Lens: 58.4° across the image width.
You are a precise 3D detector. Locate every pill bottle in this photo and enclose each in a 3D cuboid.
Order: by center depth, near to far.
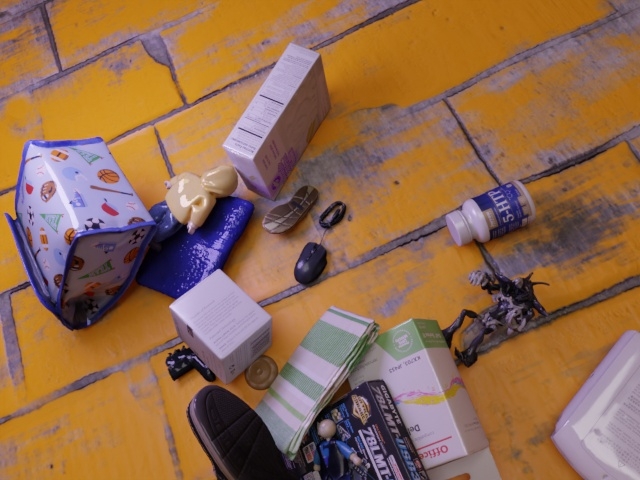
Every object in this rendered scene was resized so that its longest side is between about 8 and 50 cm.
[{"bbox_3d":[0.402,-0.059,1.365,0.187,0.112,0.112,-24,66,1],"label":"pill bottle"}]

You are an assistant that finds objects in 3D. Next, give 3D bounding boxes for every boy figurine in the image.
[{"bbox_3d":[-0.337,-0.102,1.454,0.285,0.092,0.177,-38,61,-3],"label":"boy figurine"}]

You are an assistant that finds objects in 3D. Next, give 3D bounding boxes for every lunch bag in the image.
[{"bbox_3d":[-0.616,-0.006,1.415,0.239,0.385,0.328,-11,56,-43],"label":"lunch bag"}]

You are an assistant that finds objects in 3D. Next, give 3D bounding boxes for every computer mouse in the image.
[{"bbox_3d":[0.000,0.000,1.452,0.071,0.041,0.242,19,72,18],"label":"computer mouse"}]

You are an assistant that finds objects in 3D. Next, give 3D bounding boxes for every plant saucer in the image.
[{"bbox_3d":[-0.143,0.314,1.365,0.083,0.015,0.083,-4,68,9],"label":"plant saucer"}]

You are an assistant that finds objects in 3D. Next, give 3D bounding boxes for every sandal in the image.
[{"bbox_3d":[-0.074,-0.073,1.495,0.072,0.049,0.180,38,65,16],"label":"sandal"}]

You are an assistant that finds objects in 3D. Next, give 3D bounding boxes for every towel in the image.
[{"bbox_3d":[-0.017,0.294,1.257,0.038,0.248,0.325,40,77,-20],"label":"towel"},{"bbox_3d":[-0.323,0.012,1.493,0.228,0.076,0.308,18,73,24],"label":"towel"}]

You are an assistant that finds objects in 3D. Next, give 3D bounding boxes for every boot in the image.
[{"bbox_3d":[-0.192,0.490,1.136,0.284,0.138,0.377,-36,95,32],"label":"boot"},{"bbox_3d":[-0.315,0.307,1.383,0.099,0.045,0.121,-27,59,-4],"label":"boot"}]

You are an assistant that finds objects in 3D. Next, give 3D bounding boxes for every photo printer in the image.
[{"bbox_3d":[0.642,0.374,1.150,0.256,0.107,0.307,38,80,21],"label":"photo printer"}]

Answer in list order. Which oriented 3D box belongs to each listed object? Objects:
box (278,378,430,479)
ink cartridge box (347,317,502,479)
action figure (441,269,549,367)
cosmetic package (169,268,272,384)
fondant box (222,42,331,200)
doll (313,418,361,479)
[{"bbox_3d":[0.068,0.478,1.151,0.293,0.073,0.295,-41,59,27],"label":"box"},{"bbox_3d":[0.202,0.364,1.187,0.207,0.119,0.353,-34,63,28],"label":"ink cartridge box"},{"bbox_3d":[0.389,0.152,1.269,0.276,0.141,0.164,-41,56,-6],"label":"action figure"},{"bbox_3d":[-0.227,0.200,1.331,0.184,0.151,0.151,39,60,22],"label":"cosmetic package"},{"bbox_3d":[-0.100,-0.300,1.482,0.096,0.238,0.330,27,75,17],"label":"fondant box"},{"bbox_3d":[0.030,0.444,1.113,0.129,0.046,0.189,-33,56,38],"label":"doll"}]
